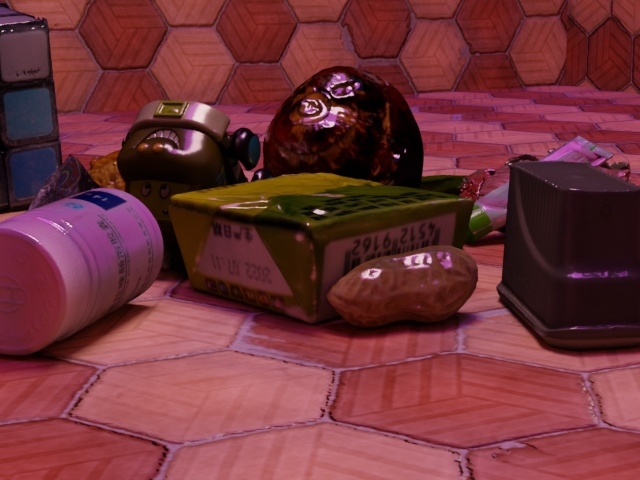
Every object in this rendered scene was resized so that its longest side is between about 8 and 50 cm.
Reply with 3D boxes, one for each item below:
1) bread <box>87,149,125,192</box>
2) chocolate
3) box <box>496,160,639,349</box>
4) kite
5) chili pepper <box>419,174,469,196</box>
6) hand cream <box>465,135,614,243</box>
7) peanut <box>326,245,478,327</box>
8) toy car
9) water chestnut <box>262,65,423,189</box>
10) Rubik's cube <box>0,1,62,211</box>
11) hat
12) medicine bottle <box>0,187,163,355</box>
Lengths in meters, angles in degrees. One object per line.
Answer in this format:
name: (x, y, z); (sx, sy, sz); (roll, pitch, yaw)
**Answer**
bread: (-0.288, -0.094, 2.029); (0.260, 0.147, 0.160); (7, 12, 31)
chocolate: (0.000, 0.000, 1.605); (0.300, 0.137, 0.288); (-10, 16, -41)
box: (0.296, 0.009, 1.443); (0.138, 0.178, 0.274); (-3, 12, -8)
kite: (-0.388, -0.054, 1.946); (0.285, 0.152, 0.015); (22, -14, 48)
chili pepper: (0.272, -0.096, 2.180); (0.359, 0.076, 0.085); (-7, -25, -35)
hand cream: (0.329, -0.085, 1.911); (0.275, 0.050, 0.079); (-31, 67, -18)
peanut: (0.101, 0.060, 1.448); (0.194, 0.093, 0.083); (-14, -27, -22)
toy car: (-0.193, -0.055, 1.726); (0.204, 0.248, 0.198); (5, 52, 22)
water chestnut: (0.034, -0.131, 1.948); (0.289, 0.289, 0.244); (-8, -14, -31)
Rubik's cube: (-0.700, -0.239, 2.219); (0.358, 0.363, 0.362); (-11, 21, -34)
hat: (0.347, -0.083, 2.014); (0.286, 0.107, 0.236); (8, 31, 46)
medicine bottle: (-0.303, 0.031, 1.435); (0.152, 0.152, 0.254); (3, 13, 16)
